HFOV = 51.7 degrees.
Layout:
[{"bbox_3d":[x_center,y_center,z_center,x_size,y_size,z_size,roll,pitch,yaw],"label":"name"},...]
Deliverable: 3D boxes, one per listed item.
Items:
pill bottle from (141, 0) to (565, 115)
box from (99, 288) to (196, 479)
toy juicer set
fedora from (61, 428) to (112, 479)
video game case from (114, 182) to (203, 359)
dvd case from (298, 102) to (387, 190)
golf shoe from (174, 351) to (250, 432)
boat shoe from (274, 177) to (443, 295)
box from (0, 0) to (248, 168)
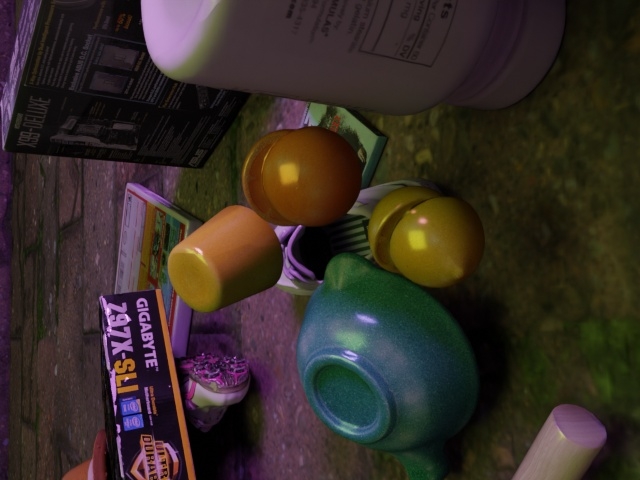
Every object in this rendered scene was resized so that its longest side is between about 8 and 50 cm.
[{"bbox_3d":[0.026,-0.141,0.380,0.131,0.229,0.131,-4,85,57],"label":"pill bottle"},{"bbox_3d":[-0.222,0.250,0.821,0.322,0.079,0.257,114,145,-52],"label":"box"},{"bbox_3d":[0.057,0.062,0.418,0.329,0.089,0.209,47,131,10],"label":"toy juicer set"},{"bbox_3d":[-0.332,0.378,0.981,0.194,0.079,0.194,165,90,-84],"label":"fedora"},{"bbox_3d":[-0.250,0.038,0.987,0.285,0.025,0.204,26,109,55],"label":"video game case"},{"bbox_3d":[0.011,-0.081,0.600,0.119,0.013,0.087,53,130,45],"label":"dvd case"},{"bbox_3d":[-0.120,0.173,0.746,0.186,0.068,0.085,164,99,-66],"label":"golf shoe"},{"bbox_3d":[0.000,0.000,0.539,0.226,0.076,0.083,-28,81,52],"label":"boat shoe"},{"bbox_3d":[-0.193,-0.195,0.713,0.307,0.243,0.076,-43,54,48],"label":"box"}]
